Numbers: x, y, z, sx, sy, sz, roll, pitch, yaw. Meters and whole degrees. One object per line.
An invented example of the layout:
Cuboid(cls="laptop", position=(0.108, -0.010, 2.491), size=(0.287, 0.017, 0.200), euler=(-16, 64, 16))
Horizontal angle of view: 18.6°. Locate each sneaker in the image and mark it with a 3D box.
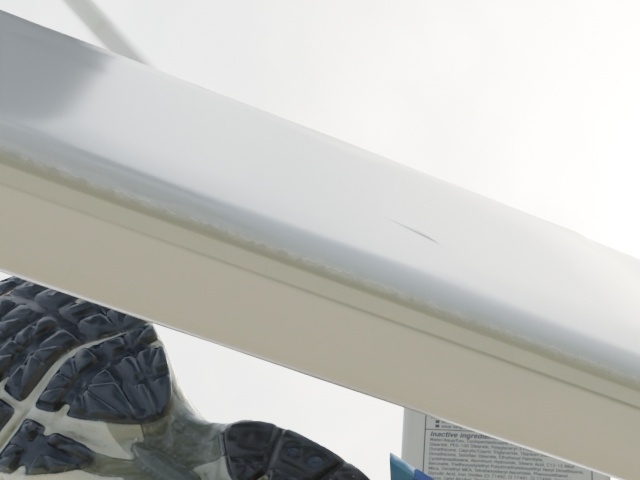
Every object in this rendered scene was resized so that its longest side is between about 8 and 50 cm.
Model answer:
Cuboid(cls="sneaker", position=(-0.082, 0.117, 0.845), size=(0.110, 0.283, 0.122), euler=(-33, -43, -26))

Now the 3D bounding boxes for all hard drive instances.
Cuboid(cls="hard drive", position=(0.000, 0.000, 0.625), size=(0.307, 0.203, 0.040), euler=(21, -78, -18))

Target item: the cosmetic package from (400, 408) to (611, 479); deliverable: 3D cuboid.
Cuboid(cls="cosmetic package", position=(0.140, 0.154, 1.515), size=(0.160, 0.309, 0.113), euler=(4, -47, 4))

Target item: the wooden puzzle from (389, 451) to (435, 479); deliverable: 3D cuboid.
Cuboid(cls="wooden puzzle", position=(0.025, 0.140, 0.898), size=(0.078, 0.014, 0.116), euler=(28, -51, -20))
